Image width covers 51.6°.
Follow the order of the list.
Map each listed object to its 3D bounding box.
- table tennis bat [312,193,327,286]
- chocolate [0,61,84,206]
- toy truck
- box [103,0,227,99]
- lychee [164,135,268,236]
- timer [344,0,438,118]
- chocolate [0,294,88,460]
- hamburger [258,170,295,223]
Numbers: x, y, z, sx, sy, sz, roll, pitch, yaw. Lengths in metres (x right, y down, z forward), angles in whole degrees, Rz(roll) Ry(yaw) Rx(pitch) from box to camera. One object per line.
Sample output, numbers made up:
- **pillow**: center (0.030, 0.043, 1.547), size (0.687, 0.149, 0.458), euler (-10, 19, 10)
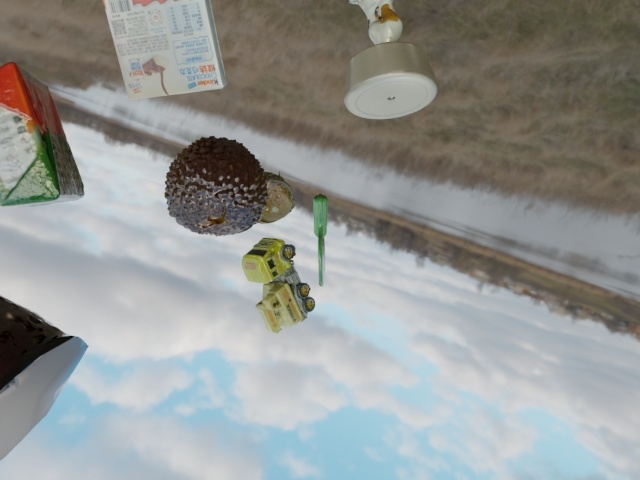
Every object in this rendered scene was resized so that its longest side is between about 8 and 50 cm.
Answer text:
- **table tennis bat**: center (0.000, 0.000, 1.768), size (0.039, 0.257, 0.160), euler (0, -156, 1)
- **chocolate**: center (-0.766, -0.252, 1.734), size (0.161, 0.342, 0.360), euler (-18, -173, -9)
- **toy truck**: center (-0.133, 0.138, 1.945), size (0.124, 0.272, 0.157), euler (4, -147, 46)
- **box**: center (-0.394, -0.505, 1.688), size (0.273, 0.265, 0.048), euler (-3, -157, 12)
- **lychee**: center (-0.260, -0.143, 1.658), size (0.267, 0.268, 0.267), euler (18, -176, -1)
- **timer**: center (0.120, -0.389, 1.265), size (0.175, 0.266, 0.175), euler (-5, 165, -1)
- **chocolate**: center (-0.687, 0.231, 1.210), size (0.331, 0.384, 0.383), euler (37, -174, 6)
- **hamburger**: center (-0.170, -0.142, 2.083), size (0.177, 0.186, 0.113), euler (18, -164, -27)
